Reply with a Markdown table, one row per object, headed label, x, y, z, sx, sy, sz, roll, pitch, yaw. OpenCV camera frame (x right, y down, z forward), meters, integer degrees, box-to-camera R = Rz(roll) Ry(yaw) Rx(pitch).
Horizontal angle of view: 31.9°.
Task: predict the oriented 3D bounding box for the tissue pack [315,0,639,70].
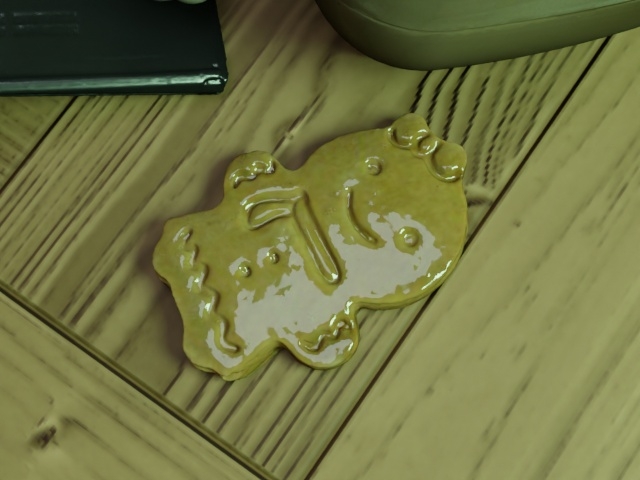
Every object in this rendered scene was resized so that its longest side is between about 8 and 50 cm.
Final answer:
| label | x | y | z | sx | sy | sz | roll | pitch | yaw |
| --- | --- | --- | --- | --- | --- | --- | --- | --- | --- |
| tissue pack | 0.080 | -0.284 | 0.581 | 0.267 | 0.277 | 0.387 | -13 | 71 | -5 |

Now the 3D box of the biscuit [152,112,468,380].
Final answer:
| label | x | y | z | sx | sy | sz | roll | pitch | yaw |
| --- | --- | --- | --- | --- | --- | --- | --- | --- | --- |
| biscuit | -0.002 | 0.005 | 0.616 | 0.184 | 0.027 | 0.134 | -13 | 69 | 3 |

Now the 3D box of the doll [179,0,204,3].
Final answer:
| label | x | y | z | sx | sy | sz | roll | pitch | yaw |
| --- | --- | --- | --- | --- | --- | --- | --- | --- | --- |
| doll | -0.075 | -0.209 | 0.662 | 0.106 | 0.062 | 0.163 | 35 | 59 | -15 |

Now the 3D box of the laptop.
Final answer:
| label | x | y | z | sx | sy | sz | roll | pitch | yaw |
| --- | --- | --- | --- | --- | --- | --- | --- | --- | --- |
| laptop | -0.157 | -0.145 | 0.656 | 0.197 | 0.016 | 0.135 | -4 | 68 | -17 |
